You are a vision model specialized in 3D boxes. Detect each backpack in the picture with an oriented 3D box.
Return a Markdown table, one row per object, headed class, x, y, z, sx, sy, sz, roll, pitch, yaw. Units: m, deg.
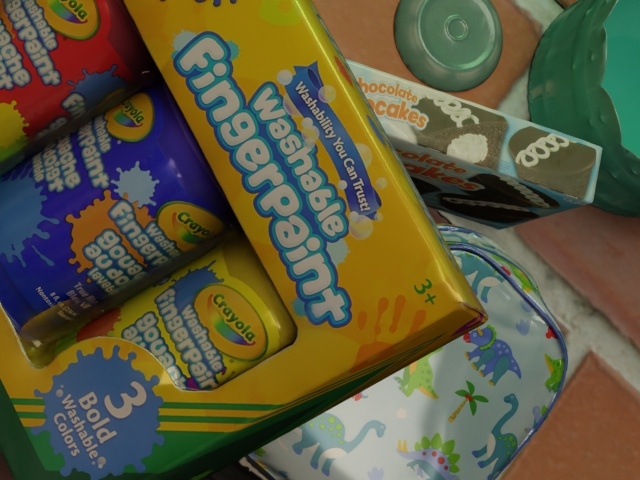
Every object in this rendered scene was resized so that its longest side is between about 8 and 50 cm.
| class | x | y | z | sx | sy | sz | roll | pitch | yaw |
| --- | --- | --- | --- | --- | --- | --- | --- | --- | --- |
| backpack | 0.051 | 0.149 | 1.620 | 0.290 | 0.273 | 0.355 | 47 | 57 | -3 |

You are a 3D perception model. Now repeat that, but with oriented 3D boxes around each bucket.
| class | x | y | z | sx | sy | sz | roll | pitch | yaw |
| --- | --- | --- | --- | --- | --- | --- | --- | --- | --- |
| bucket | 0.351 | -0.150 | 1.797 | 0.281 | 0.183 | 0.281 | 3 | 82 | -21 |

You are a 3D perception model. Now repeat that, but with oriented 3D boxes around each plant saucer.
| class | x | y | z | sx | sy | sz | roll | pitch | yaw |
| --- | --- | --- | --- | --- | --- | --- | --- | --- | --- |
| plant saucer | 0.131 | -0.206 | 1.804 | 0.119 | 0.021 | 0.119 | 3 | 81 | -21 |

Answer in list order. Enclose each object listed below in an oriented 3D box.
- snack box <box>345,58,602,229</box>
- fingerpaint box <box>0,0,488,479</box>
| class | x | y | z | sx | sy | sz | roll | pitch | yaw |
| --- | --- | --- | --- | --- | --- | --- | --- | --- | --- |
| snack box | 0.071 | -0.091 | 1.674 | 0.322 | 0.187 | 0.060 | 17 | 77 | -18 |
| fingerpaint box | -0.137 | -0.046 | 1.460 | 0.371 | 0.163 | 0.444 | -29 | 78 | 7 |
